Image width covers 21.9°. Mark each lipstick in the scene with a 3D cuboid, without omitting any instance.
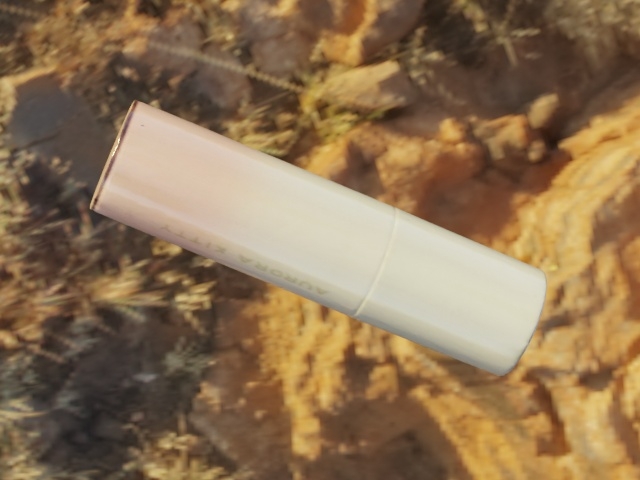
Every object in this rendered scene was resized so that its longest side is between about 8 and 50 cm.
[{"bbox_3d":[0.000,0.000,1.202,0.326,0.087,0.087,23,71,-9],"label":"lipstick"}]
